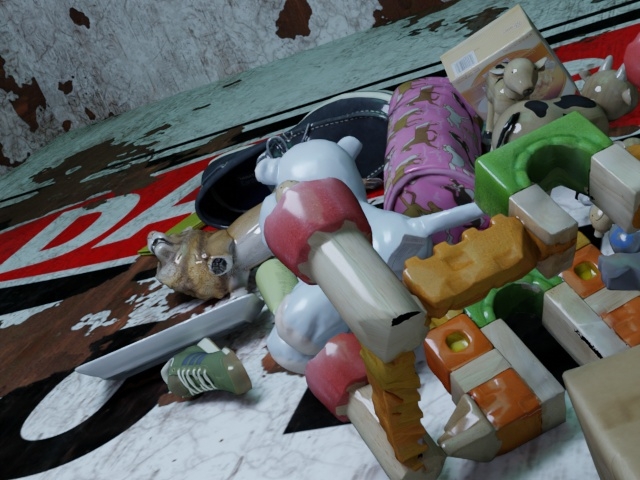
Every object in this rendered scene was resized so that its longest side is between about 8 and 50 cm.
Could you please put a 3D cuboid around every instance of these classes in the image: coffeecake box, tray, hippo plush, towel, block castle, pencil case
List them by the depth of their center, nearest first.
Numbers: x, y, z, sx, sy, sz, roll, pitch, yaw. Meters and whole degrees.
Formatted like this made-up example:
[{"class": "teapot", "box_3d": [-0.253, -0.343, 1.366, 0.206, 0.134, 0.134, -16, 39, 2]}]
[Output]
[{"class": "block castle", "box_3d": [0.189, 0.001, 0.917, 0.453, 0.303, 0.213, -27, 49, -13]}, {"class": "hippo plush", "box_3d": [0.000, 0.000, 1.173, 0.234, 0.236, 0.294, -24, -26, -31]}, {"class": "tray", "box_3d": [-0.207, 0.146, 1.426, 0.270, 0.030, 0.145, -23, -10, 1]}, {"class": "pencil case", "box_3d": [0.177, -0.118, 1.485, 0.160, 0.167, 0.386, -4, 30, 6]}, {"class": "coffeecake box", "box_3d": [0.296, -0.249, 1.522, 0.142, 0.185, 0.068, -32, 45, 21]}, {"class": "towel", "box_3d": [-0.263, -0.033, 2.042, 0.237, 0.021, 0.102, -38, 19, -34]}]

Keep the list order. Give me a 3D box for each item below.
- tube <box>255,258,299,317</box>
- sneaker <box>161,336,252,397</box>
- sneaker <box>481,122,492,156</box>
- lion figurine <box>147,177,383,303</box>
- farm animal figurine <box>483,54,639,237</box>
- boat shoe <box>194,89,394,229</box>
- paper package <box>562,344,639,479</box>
[{"class": "tube", "box_3d": [-0.048, 0.088, 1.384, 0.070, 0.062, 0.240, -5, 17, -11]}, {"class": "sneaker", "box_3d": [-0.156, 0.180, 1.293, 0.086, 0.064, 0.192, -28, 13, -17]}, {"class": "sneaker", "box_3d": [0.328, -0.167, 1.642, 0.229, 0.087, 0.092, -10, 31, 48]}, {"class": "lion figurine", "box_3d": [-0.093, -0.021, 1.597, 0.392, 0.142, 0.240, -30, 21, -1]}, {"class": "farm animal figurine", "box_3d": [0.318, -0.155, 1.278, 0.330, 0.172, 0.327, 21, 32, 31]}, {"class": "boat shoe", "box_3d": [-0.032, -0.129, 1.801, 0.500, 0.186, 0.156, -16, 25, 34]}, {"class": "paper package", "box_3d": [0.363, 0.155, 0.620, 0.325, 0.168, 0.309, -22, 18, 5]}]
